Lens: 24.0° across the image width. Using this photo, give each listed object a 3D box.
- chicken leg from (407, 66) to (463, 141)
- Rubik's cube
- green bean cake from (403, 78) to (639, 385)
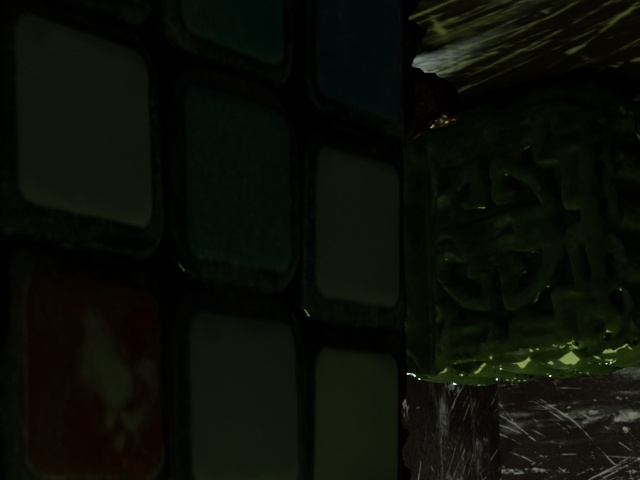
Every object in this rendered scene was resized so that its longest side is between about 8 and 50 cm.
[{"bbox_3d":[-0.048,-0.099,1.190,0.323,0.083,0.177,-5,-175,9],"label":"chicken leg"},{"bbox_3d":[-0.180,-0.012,0.842,0.363,0.362,0.359,-6,172,33],"label":"Rubik's cube"},{"bbox_3d":[0.176,-0.001,1.287,0.255,0.241,0.132,-9,170,39],"label":"green bean cake"}]
